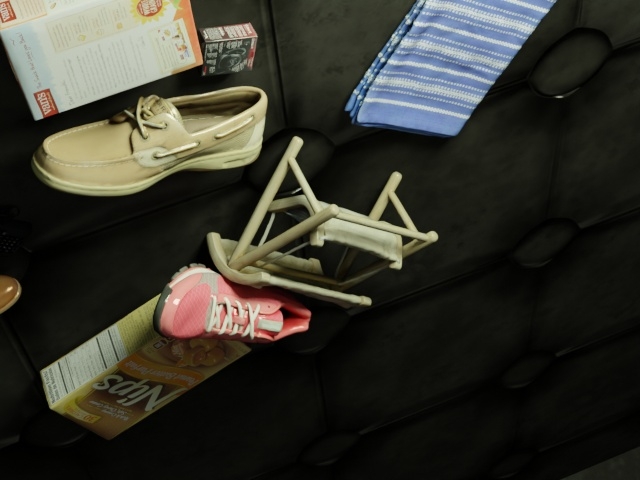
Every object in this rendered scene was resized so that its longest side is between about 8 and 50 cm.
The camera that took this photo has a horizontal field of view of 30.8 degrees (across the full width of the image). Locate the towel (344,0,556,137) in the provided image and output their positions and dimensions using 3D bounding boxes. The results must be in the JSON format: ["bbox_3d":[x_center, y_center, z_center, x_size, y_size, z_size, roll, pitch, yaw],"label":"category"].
[{"bbox_3d":[0.209,-0.290,1.753,0.243,0.040,0.336,5,134,-38],"label":"towel"}]

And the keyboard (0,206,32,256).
[{"bbox_3d":[-0.502,-0.012,1.647,0.192,0.038,0.100,10,130,-42],"label":"keyboard"}]

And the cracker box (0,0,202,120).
[{"bbox_3d":[-0.276,-0.259,1.452,0.232,0.067,0.155,-21,144,-11],"label":"cracker box"}]

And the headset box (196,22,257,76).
[{"bbox_3d":[-0.125,-0.260,1.579,0.083,0.032,0.062,-12,143,-22],"label":"headset box"}]

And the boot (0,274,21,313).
[{"bbox_3d":[-0.536,0.055,1.676,0.197,0.073,0.152,-13,143,-18],"label":"boot"}]

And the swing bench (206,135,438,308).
[{"bbox_3d":[0.000,0.000,1.877,0.253,0.165,0.254,14,129,-44],"label":"swing bench"}]

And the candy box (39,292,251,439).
[{"bbox_3d":[-0.300,0.209,2.013,0.316,0.087,0.183,-33,143,8],"label":"candy box"}]

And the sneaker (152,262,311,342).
[{"bbox_3d":[-0.130,0.109,1.857,0.314,0.136,0.115,-1,108,-53],"label":"sneaker"}]

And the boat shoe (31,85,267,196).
[{"bbox_3d":[-0.230,-0.150,1.589,0.341,0.121,0.110,-16,140,-33],"label":"boat shoe"}]
